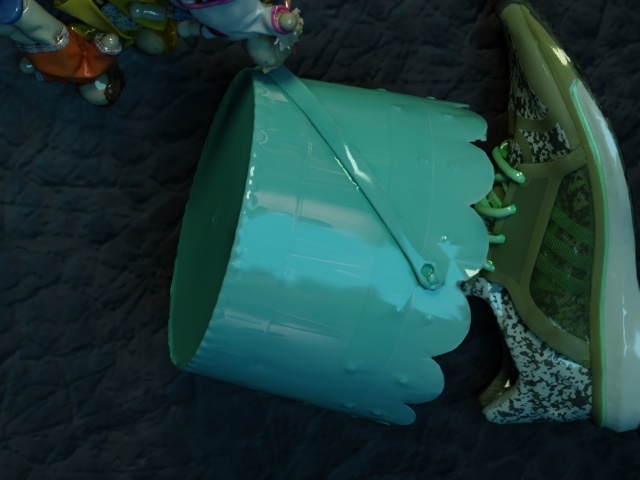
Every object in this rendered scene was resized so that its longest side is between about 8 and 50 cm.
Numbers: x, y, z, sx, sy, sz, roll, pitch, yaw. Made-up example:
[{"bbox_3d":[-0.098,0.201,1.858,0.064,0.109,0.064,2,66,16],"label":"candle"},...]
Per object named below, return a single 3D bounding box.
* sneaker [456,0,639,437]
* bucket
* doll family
[{"bbox_3d":[0.174,-0.004,1.453,0.182,0.158,0.410,-13,105,2],"label":"sneaker"},{"bbox_3d":[0.000,0.000,1.312,0.183,0.281,0.281,13,100,-15],"label":"bucket"},{"bbox_3d":[-0.119,-0.183,1.261,0.163,0.263,0.118,34,58,-46],"label":"doll family"}]
